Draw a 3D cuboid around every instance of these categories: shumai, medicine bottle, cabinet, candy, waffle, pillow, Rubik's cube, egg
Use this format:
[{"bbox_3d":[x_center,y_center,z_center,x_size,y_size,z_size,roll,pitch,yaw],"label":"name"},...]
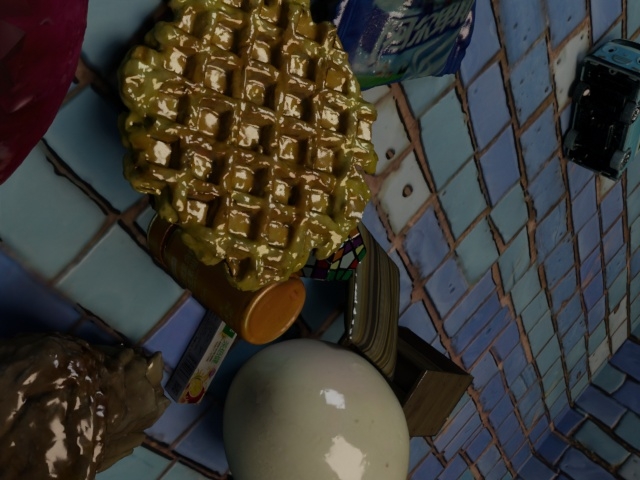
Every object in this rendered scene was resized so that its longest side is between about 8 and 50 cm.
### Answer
[{"bbox_3d":[-0.321,0.208,0.894,0.346,0.217,0.283,-60,179,27],"label":"shumai"},{"bbox_3d":[-0.112,0.032,0.914,0.096,0.192,0.096,-32,142,-29],"label":"medicine bottle"},{"bbox_3d":[0.139,0.256,1.429,0.148,0.175,0.215,-59,147,6],"label":"cabinet"},{"bbox_3d":[0.115,-0.283,1.017,0.331,0.077,0.187,-18,135,-44],"label":"candy"},{"bbox_3d":[-0.070,-0.119,0.822,0.302,0.068,0.325,-39,104,-29],"label":"waffle"},{"bbox_3d":[0.085,0.097,1.255,0.212,0.052,0.208,50,40,-55],"label":"pillow"},{"bbox_3d":[0.000,0.000,1.094,0.112,0.133,0.133,39,87,-32],"label":"Rubik's cube"},{"bbox_3d":[-0.010,0.296,1.192,0.283,0.283,0.345,-41,133,-18],"label":"egg"}]

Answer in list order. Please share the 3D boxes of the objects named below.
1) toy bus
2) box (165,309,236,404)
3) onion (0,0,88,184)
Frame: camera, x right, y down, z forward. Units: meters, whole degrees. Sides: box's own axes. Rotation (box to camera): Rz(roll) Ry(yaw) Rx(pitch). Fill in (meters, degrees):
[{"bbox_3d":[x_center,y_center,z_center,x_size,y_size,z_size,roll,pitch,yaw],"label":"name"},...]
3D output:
[{"bbox_3d":[0.595,-0.274,1.554,0.165,0.133,0.271,-43,147,-24],"label":"toy bus"},{"bbox_3d":[-0.150,0.139,1.099,0.050,0.041,0.207,16,106,-51],"label":"box"},{"bbox_3d":[-0.225,-0.113,0.350,0.272,0.230,0.256,-39,152,-31],"label":"onion"}]
